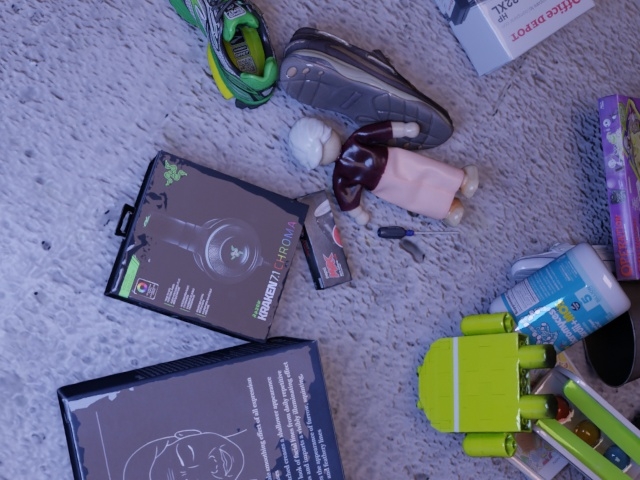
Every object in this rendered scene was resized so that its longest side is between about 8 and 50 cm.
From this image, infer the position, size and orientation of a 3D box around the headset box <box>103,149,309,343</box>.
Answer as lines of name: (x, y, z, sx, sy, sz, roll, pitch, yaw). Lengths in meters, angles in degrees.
headset box: (-0.198, 0.011, 1.586, 0.283, 0.131, 0.246, 21, 79, -15)

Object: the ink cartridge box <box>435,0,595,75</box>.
ink cartridge box: (0.329, -0.500, 1.793, 0.223, 0.129, 0.307, -34, 97, -18)

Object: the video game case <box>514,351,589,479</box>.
video game case: (0.417, 0.317, 1.816, 0.206, 0.026, 0.227, -38, 97, -17)

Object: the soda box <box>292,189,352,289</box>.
soda box: (0.000, 0.000, 1.691, 0.060, 0.053, 0.168, -18, 92, -18)

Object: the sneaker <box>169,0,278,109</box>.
sneaker: (-0.158, -0.396, 1.621, 0.134, 0.146, 0.343, -31, 95, -17)

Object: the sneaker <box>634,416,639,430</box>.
sneaker: (0.718, 0.349, 1.868, 0.286, 0.109, 0.130, -43, 137, 1)

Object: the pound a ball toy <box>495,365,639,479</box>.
pound a ball toy: (0.456, 0.377, 1.750, 0.319, 0.136, 0.208, 39, 89, -10)

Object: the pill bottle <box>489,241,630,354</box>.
pill bottle: (0.408, 0.130, 1.730, 0.264, 0.146, 0.146, -36, 98, 14)

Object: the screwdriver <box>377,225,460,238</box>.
screwdriver: (0.184, -0.014, 1.766, 0.170, 0.025, 0.024, 0, 86, -17)

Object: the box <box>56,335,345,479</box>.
box: (-0.187, 0.336, 1.523, 0.396, 0.212, 0.293, -11, 90, -19)

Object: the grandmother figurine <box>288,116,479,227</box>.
grandmother figurine: (0.100, -0.124, 1.705, 0.343, 0.104, 0.207, 21, 98, -16)

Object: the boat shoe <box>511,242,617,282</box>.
boat shoe: (0.464, 0.043, 1.835, 0.226, 0.083, 0.075, 4, 57, -17)

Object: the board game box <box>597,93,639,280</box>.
board game box: (0.618, -0.100, 1.854, 0.208, 0.056, 0.346, -1, 85, -51)

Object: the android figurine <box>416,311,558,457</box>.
android figurine: (0.278, 0.248, 1.660, 0.056, 0.273, 0.248, 16, 69, -47)

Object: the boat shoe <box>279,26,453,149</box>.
boat shoe: (0.094, -0.276, 1.696, 0.356, 0.132, 0.130, 23, 56, -29)

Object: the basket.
basket: (0.638, 0.161, 1.838, 0.227, 0.154, 0.204, -7, 86, -22)
